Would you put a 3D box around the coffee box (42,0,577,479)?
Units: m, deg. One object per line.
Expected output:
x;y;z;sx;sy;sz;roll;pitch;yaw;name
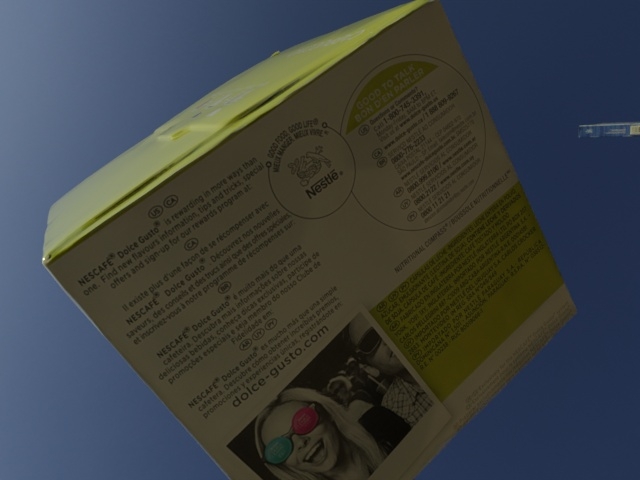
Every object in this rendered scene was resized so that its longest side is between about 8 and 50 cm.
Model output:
-0.028;0.014;0.579;0.338;0.338;0.334;-38;-68;-14;coffee box

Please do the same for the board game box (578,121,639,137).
0.443;-0.163;0.833;0.090;0.090;0.020;9;-72;45;board game box
